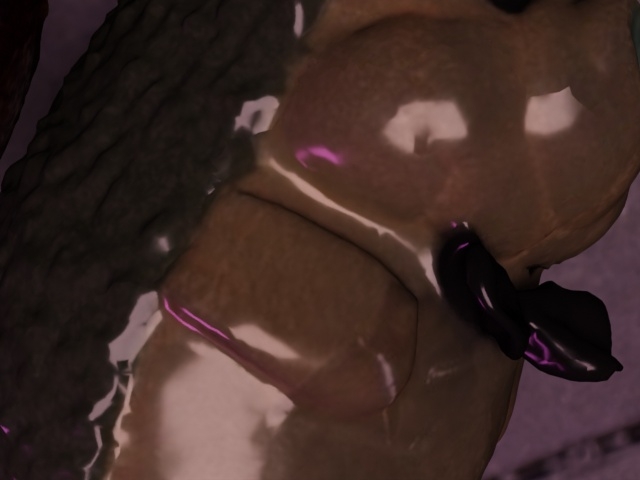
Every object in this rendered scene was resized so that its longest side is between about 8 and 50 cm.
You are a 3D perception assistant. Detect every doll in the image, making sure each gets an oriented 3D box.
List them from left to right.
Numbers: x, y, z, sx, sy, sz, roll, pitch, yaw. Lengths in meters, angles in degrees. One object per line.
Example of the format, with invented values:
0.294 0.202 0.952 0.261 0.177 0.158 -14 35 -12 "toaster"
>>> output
0.000 0.000 0.439 0.247 0.247 0.350 19 89 -16 "doll"

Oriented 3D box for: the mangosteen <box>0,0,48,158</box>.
-0.226 -0.105 0.329 0.297 0.293 0.297 6 65 -14 "mangosteen"
